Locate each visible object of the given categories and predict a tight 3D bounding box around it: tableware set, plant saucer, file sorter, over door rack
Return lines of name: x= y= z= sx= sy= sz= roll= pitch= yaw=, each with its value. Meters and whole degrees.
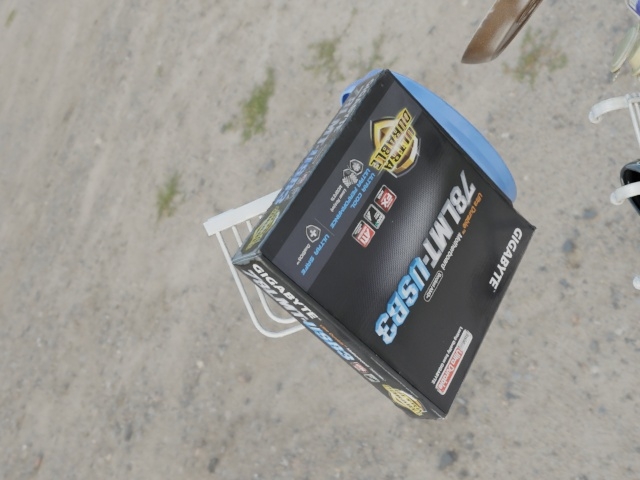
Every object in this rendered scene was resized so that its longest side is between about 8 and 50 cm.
tableware set: x=0.382 y=-0.255 z=0.934 sx=0.141 sy=0.020 sz=0.169 roll=-62 pitch=-4 yaw=-66
plant saucer: x=0.364 y=-0.435 z=1.467 sx=0.311 sy=0.050 sz=0.310 roll=-51 pitch=-7 yaw=-9
file sorter: x=0.000 y=0.000 z=1.133 sx=0.192 sy=0.173 sz=0.277 roll=-22 pitch=3 yaw=14
over door rack: x=0.511 y=-0.080 z=1.035 sx=0.108 sy=0.324 sz=0.240 roll=128 pitch=131 yaw=-76

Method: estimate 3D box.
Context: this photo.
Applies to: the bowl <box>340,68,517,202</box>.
bowl: x=0.206 y=-0.169 z=1.549 sx=0.077 sy=0.391 sz=0.391 roll=-48 pitch=36 yaw=-6

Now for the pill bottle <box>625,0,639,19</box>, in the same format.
pill bottle: x=0.667 y=-0.432 z=1.538 sx=0.112 sy=0.112 sz=0.187 roll=-43 pitch=46 yaw=24

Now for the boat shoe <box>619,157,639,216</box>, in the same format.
boat shoe: x=0.699 y=0.011 z=1.489 sx=0.156 sy=0.187 sz=0.500 roll=-12 pitch=48 yaw=-3

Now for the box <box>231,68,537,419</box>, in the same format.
box: x=0.091 y=0.005 z=0.953 sx=0.073 sy=0.293 sz=0.295 roll=-19 pitch=32 yaw=57
